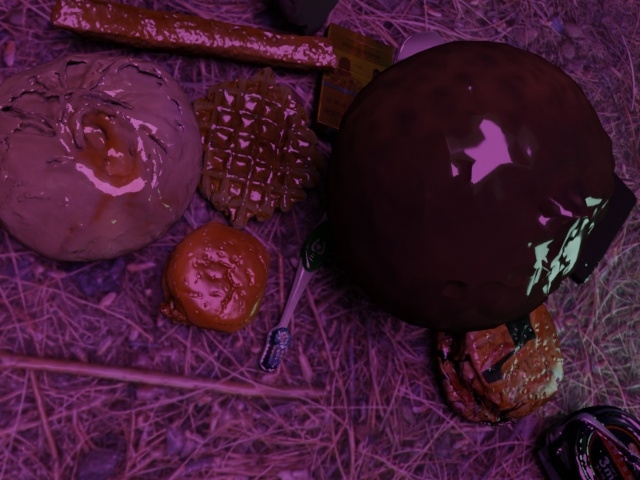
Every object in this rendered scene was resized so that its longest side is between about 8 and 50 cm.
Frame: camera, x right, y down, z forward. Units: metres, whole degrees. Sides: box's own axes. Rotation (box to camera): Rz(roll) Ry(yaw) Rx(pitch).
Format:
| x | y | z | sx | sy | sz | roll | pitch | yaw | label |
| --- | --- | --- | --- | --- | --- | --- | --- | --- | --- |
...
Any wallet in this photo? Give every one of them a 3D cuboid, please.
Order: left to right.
| x | y | z | sx | sy | sz | roll | pitch | yaw | label |
| --- | --- | --- | --- | --- | --- | --- | --- | --- | --- |
| 0.505 | -0.044 | 1.183 | 0.124 | 0.025 | 0.244 | 46 | 65 | -8 | wallet |

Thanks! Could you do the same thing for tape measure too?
| x | y | z | sx | sy | sz | roll | pitch | yaw | label |
| --- | --- | --- | --- | --- | --- | --- | --- | --- | --- |
| 0.453 | 0.361 | 1.017 | 0.180 | 0.107 | 0.182 | -16 | 70 | -23 | tape measure |

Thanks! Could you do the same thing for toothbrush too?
| x | y | z | sx | sy | sz | roll | pitch | yaw | label |
| --- | --- | --- | --- | --- | --- | --- | --- | --- | --- |
| -0.002 | 0.001 | 0.949 | 0.042 | 0.040 | 0.418 | 29 | 64 | -14 | toothbrush |

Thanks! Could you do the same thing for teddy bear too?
| x | y | z | sx | sy | sz | roll | pitch | yaw | label |
| --- | --- | --- | --- | --- | --- | --- | --- | --- | --- |
| -0.049 | -0.464 | 0.964 | 0.144 | 0.171 | 0.251 | -32 | 86 | -46 | teddy bear |

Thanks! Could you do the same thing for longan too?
| x | y | z | sx | sy | sz | roll | pitch | yaw | label |
| --- | --- | --- | --- | --- | --- | --- | --- | --- | --- |
| 0.192 | -0.067 | 0.848 | 0.390 | 0.391 | 0.392 | 5 | 76 | -23 | longan |

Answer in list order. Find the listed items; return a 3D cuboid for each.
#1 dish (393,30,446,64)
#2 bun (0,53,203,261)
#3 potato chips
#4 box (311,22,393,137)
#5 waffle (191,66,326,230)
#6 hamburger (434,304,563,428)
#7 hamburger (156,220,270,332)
| x | y | z | sx | sy | sz | roll | pitch | yaw | label |
| --- | --- | --- | --- | --- | --- | --- | --- | --- | --- |
| 0.221 | -0.256 | 1.086 | 0.153 | 0.064 | 0.234 | -19 | 85 | -25 | dish |
| -0.284 | -0.113 | 0.779 | 0.287 | 0.146 | 0.288 | 3 | 78 | -14 | bun |
| -0.172 | -0.295 | 0.917 | 0.406 | 0.080 | 0.057 | 2 | 94 | -25 | potato chips |
| 0.054 | -0.248 | 1.019 | 0.121 | 0.030 | 0.193 | 16 | 65 | -20 | box |
| -0.099 | -0.136 | 0.921 | 0.207 | 0.054 | 0.214 | -34 | 90 | -26 | waffle |
| 0.285 | 0.179 | 0.995 | 0.230 | 0.106 | 0.231 | 10 | 68 | -26 | hamburger |
| -0.141 | 0.051 | 0.847 | 0.137 | 0.083 | 0.147 | 20 | 68 | -14 | hamburger |
